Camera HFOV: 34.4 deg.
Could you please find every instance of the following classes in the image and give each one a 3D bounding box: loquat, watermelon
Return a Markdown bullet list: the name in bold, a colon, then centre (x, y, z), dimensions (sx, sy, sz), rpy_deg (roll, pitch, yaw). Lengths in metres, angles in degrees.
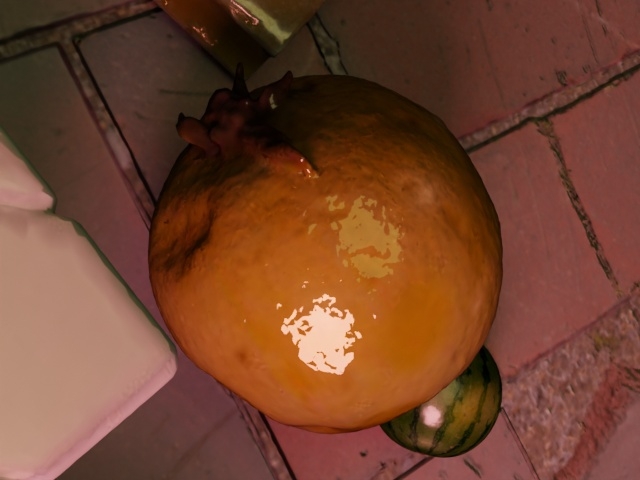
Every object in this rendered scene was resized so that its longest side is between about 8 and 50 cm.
- **loquat**: centre (0.000, 0.000, 0.670), dimensions (0.244, 0.244, 0.244), rpy_deg (7, 75, -25)
- **watermelon**: centre (0.086, 0.107, 0.765), dimensions (0.109, 0.109, 0.109), rpy_deg (7, 75, -25)

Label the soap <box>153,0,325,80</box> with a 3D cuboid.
- **soap**: centre (-0.100, -0.271, 0.767), dimensions (0.274, 0.089, 0.173), rpy_deg (42, 62, -13)

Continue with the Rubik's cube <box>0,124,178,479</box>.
- **Rubik's cube**: centre (-0.312, 0.046, 0.454), dimensions (0.319, 0.316, 0.322), rpy_deg (-41, 99, -28)
